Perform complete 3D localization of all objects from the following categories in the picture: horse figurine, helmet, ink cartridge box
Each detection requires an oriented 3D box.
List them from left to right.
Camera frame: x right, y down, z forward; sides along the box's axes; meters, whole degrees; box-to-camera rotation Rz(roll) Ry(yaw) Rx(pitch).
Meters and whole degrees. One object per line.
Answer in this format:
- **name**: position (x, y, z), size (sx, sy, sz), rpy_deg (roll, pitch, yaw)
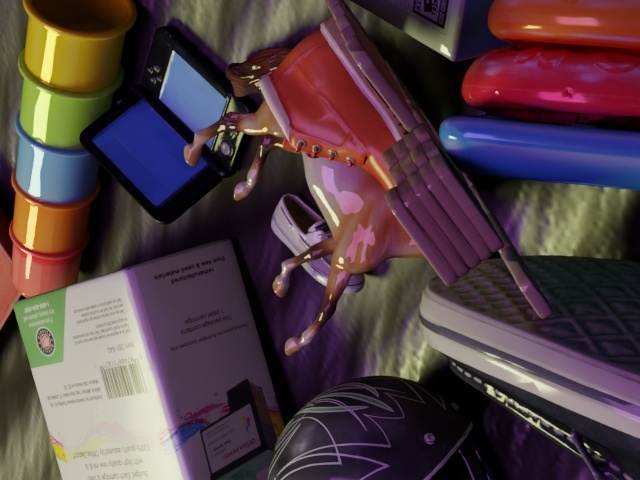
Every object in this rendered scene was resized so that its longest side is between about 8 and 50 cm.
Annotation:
- **ink cartridge box**: position (-0.136, 0.159, 1.267), size (0.201, 0.117, 0.278), rpy_deg (-15, 91, 50)
- **horse figurine**: position (0.001, -0.043, 1.080), size (0.174, 0.066, 0.263), rpy_deg (-36, 73, 32)
- **helmet**: position (0.042, 0.179, 1.078), size (0.169, 0.169, 0.162), rpy_deg (0, 122, 46)

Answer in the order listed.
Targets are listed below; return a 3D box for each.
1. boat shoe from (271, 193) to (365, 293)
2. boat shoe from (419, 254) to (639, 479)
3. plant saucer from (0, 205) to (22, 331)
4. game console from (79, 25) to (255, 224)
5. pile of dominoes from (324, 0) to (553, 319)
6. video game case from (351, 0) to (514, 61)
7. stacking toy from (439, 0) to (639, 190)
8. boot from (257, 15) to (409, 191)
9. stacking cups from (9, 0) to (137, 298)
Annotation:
- **boat shoe**: position (0.000, 0.000, 1.136), size (0.100, 0.035, 0.035), rpy_deg (46, 138, 31)
- **boat shoe**: position (0.259, 0.140, 0.821), size (0.500, 0.186, 0.156), rpy_deg (24, 118, 31)
- **plant saucer**: position (-0.397, 0.004, 1.540), size (0.259, 0.047, 0.258), rpy_deg (53, 137, 13)
- **game console**: position (-0.126, -0.095, 1.195), size (0.122, 0.071, 0.107), rpy_deg (44, 134, 23)
- **pile of dominoes**: position (0.051, -0.056, 0.885), size (0.040, 0.251, 0.196), rpy_deg (-35, 109, 7)
- **video game case**: position (0.045, -0.284, 0.916), size (0.244, 0.061, 0.270), rpy_deg (38, 131, 40)
- **stacking toy**: position (0.167, -0.181, 0.815), size (0.165, 0.175, 0.302), rpy_deg (6, 95, 12)
- **boot**: position (0.022, -0.068, 1.007), size (0.084, 0.059, 0.158), rpy_deg (-33, 78, 8)
- **stacking cups**: position (-0.233, -0.083, 1.307), size (0.096, 0.096, 0.316), rpy_deg (42, 136, 25)
